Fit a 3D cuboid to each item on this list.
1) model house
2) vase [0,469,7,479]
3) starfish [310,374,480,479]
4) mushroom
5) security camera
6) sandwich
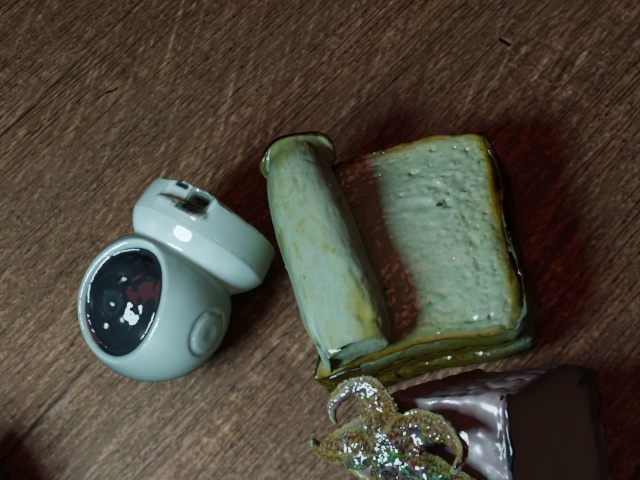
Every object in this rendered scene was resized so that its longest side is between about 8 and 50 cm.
[{"bbox_3d":[0.158,0.253,1.151,0.237,0.202,0.237,-6,96,38],"label":"model house"},{"bbox_3d":[-0.383,0.372,1.242,0.321,0.173,0.173,37,77,25],"label":"vase"},{"bbox_3d":[0.069,0.207,1.065,0.209,0.053,0.150,-10,77,43],"label":"starfish"},{"bbox_3d":[0.000,0.000,1.277,0.100,0.081,0.312,-27,58,16],"label":"mushroom"},{"bbox_3d":[-0.189,0.063,1.346,0.194,0.194,0.236,26,77,27],"label":"security camera"},{"bbox_3d":[0.115,0.021,1.327,0.271,0.099,0.301,-12,58,10],"label":"sandwich"}]
